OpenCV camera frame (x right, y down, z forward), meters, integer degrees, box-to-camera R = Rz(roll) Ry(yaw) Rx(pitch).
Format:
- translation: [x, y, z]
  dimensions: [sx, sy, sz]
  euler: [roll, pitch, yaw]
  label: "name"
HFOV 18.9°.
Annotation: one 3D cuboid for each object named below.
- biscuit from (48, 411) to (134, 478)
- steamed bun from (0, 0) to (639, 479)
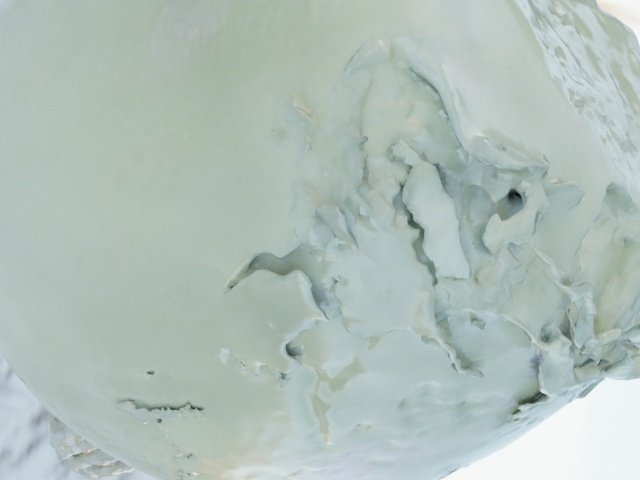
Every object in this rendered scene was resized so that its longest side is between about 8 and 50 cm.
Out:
- translation: [0.013, 0.045, 1.269]
  dimensions: [0.078, 0.426, 0.144]
  euler: [55, 27, -39]
  label: "biscuit"
- translation: [0.000, 0.000, 0.861]
  dimensions: [0.312, 0.334, 0.233]
  euler: [-31, -133, 27]
  label: "steamed bun"
